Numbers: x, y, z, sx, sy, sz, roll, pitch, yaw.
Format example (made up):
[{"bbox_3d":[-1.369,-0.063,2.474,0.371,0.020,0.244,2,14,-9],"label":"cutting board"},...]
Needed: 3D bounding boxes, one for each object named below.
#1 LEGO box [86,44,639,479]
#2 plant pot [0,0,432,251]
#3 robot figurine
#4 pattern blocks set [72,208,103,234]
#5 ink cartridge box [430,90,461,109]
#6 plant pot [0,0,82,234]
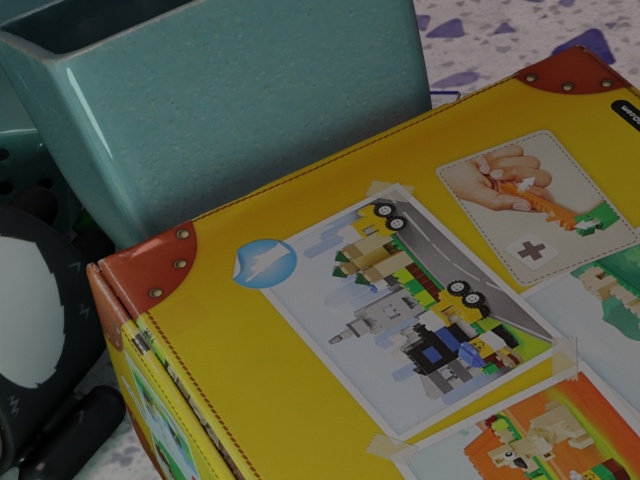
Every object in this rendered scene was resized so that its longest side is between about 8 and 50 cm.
[{"bbox_3d":[0.144,0.144,0.844,0.372,0.193,0.500,-25,46,-16],"label":"LEGO box"},{"bbox_3d":[-0.059,-0.073,1.062,0.248,0.252,0.247,-26,20,-15],"label":"plant pot"},{"bbox_3d":[-0.266,0.080,1.109,0.209,0.173,0.278,9,41,26],"label":"robot figurine"},{"bbox_3d":[-0.114,-0.119,1.390,0.285,0.026,0.325,-4,41,39],"label":"pattern blocks set"},{"bbox_3d":[0.000,0.000,1.228,0.176,0.069,0.371,1,41,19],"label":"ink cartridge box"},{"bbox_3d":[-0.288,-0.106,1.305,0.166,0.165,0.234,-6,35,-12],"label":"plant pot"}]
